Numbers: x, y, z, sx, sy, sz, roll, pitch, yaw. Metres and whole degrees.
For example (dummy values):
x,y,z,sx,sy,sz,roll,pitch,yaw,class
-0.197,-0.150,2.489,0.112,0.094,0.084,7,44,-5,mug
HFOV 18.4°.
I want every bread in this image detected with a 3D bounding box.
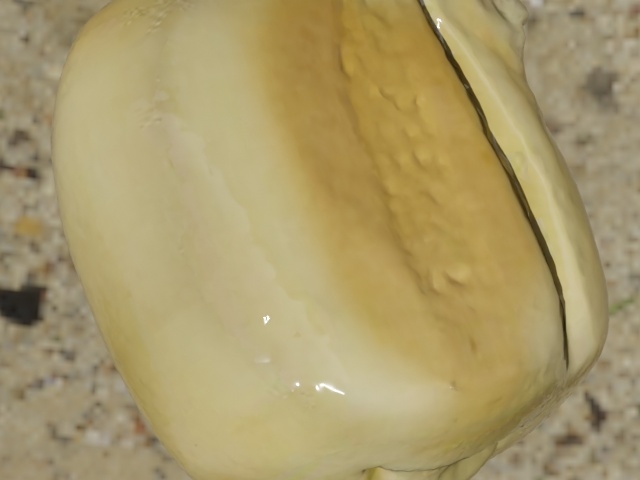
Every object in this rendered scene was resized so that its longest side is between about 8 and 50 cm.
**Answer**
x,y,z,sx,sy,sz,roll,pitch,yaw,class
0.000,0.000,1.312,0.348,0.376,0.253,-19,168,-45,bread
